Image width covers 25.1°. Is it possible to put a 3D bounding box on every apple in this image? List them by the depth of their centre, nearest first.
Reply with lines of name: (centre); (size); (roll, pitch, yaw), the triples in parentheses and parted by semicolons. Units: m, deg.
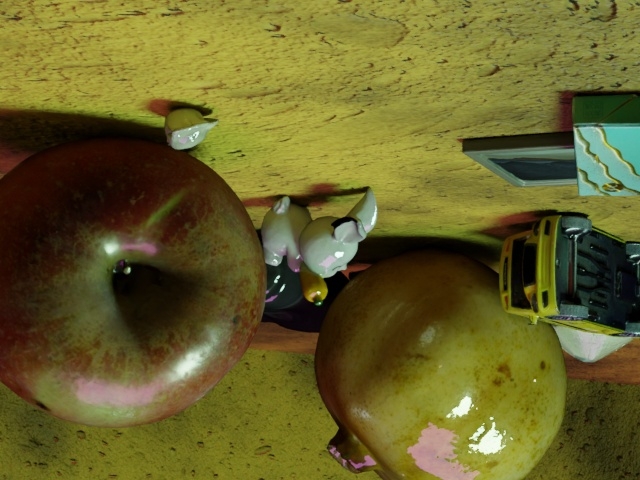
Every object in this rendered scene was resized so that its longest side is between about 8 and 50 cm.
apple: (-0.240, 0.045, 1.658); (0.348, 0.349, 0.277); (6, 174, -14)

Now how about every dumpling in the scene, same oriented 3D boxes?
dumpling: (-0.137, -0.121, 1.534); (0.059, 0.043, 0.077); (-18, 167, -6)

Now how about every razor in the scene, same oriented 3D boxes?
razor: (-0.071, 0.071, 2.318); (0.204, 0.113, 0.349); (1, 169, 23)

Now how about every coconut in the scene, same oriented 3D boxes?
coconut: (0.435, 0.120, 2.331); (0.147, 0.153, 0.147); (3, 167, 1)

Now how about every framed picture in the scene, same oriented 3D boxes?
framed picture: (0.316, -0.092, 1.619); (0.265, 0.018, 0.192); (-3, 169, 27)

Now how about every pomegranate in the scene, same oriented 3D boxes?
pomegranate: (0.177, 0.222, 2.217); (0.416, 0.417, 0.416); (3, 169, 1)

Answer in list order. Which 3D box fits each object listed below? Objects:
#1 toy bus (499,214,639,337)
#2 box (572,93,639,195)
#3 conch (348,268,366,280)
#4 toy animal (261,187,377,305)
toy bus: (0.362, 0.060, 2.060); (0.151, 0.145, 0.331); (-3, 169, 35)
box: (0.371, -0.095, 1.448); (0.229, 0.041, 0.162); (0, 156, 13)
conch: (0.154, 0.076, 2.414); (0.200, 0.080, 0.095); (19, 144, -29)
toy animal: (0.000, 0.000, 1.900); (0.181, 0.131, 0.127); (12, 141, 38)
